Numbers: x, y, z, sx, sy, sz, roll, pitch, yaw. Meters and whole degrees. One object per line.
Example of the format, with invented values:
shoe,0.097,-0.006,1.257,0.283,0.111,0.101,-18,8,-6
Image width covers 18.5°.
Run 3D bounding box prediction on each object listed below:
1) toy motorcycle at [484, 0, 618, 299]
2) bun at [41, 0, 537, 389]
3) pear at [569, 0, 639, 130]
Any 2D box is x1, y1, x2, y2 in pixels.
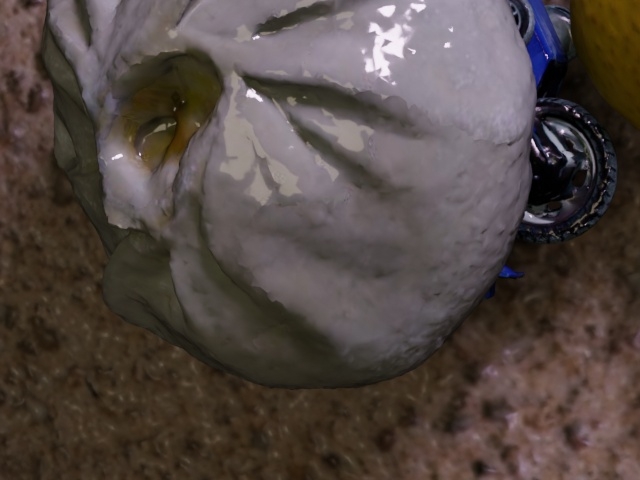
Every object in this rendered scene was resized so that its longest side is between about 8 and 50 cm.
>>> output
toy motorcycle,0.075,-0.120,1.274,0.169,0.113,0.315,-27,79,22
bun,-0.034,-0.064,1.177,0.354,0.194,0.355,13,112,34
pear,0.325,-0.174,1.128,0.386,0.191,0.340,-38,86,23
